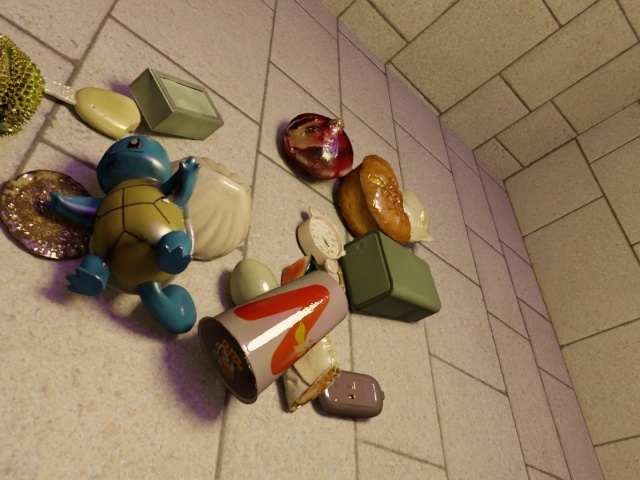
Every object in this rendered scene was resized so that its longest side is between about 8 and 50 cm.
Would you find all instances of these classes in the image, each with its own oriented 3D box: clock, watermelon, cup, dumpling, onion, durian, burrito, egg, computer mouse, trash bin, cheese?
[{"bbox_3d":[0.000,0.000,1.531,0.155,0.063,0.230,9,58,-51],"label":"clock"},{"bbox_3d":[-0.069,0.105,1.357,0.094,0.125,0.135,33,49,18],"label":"watermelon"},{"bbox_3d":[-0.085,0.183,1.064,0.288,0.203,0.203,-29,86,-37],"label":"cup"},{"bbox_3d":[0.296,-0.097,1.937,0.318,0.187,0.243,48,-6,-26],"label":"dumpling"},{"bbox_3d":[0.005,-0.335,1.680,0.271,0.195,0.272,19,41,-17],"label":"onion"},{"bbox_3d":[-0.608,-0.290,0.933,0.198,0.146,0.159,65,31,-16],"label":"durian"},{"bbox_3d":[-0.040,0.247,1.214,0.105,0.143,0.300,71,2,-64],"label":"burrito"},{"bbox_3d":[-0.157,0.114,1.184,0.114,0.114,0.152,-7,64,-54],"label":"egg"},{"bbox_3d":[0.071,0.393,1.291,0.232,0.057,0.120,20,49,-37],"label":"computer mouse"},{"bbox_3d":[0.236,0.132,1.633,0.343,0.158,0.223,25,44,-48],"label":"trash bin"},{"bbox_3d":[-0.531,-0.310,1.127,0.255,0.050,0.127,17,50,-43],"label":"cheese"}]

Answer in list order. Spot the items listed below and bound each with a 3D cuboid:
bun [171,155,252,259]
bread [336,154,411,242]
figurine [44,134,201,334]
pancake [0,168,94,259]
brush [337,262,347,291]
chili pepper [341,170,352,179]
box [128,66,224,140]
[{"bbox_3d":[-0.252,-0.097,1.170,0.263,0.175,0.263,25,52,-37],"label":"bun"},{"bbox_3d":[0.168,-0.133,1.726,0.178,0.194,0.340,-5,75,-46],"label":"bread"},{"bbox_3d":[-0.334,-0.018,0.960,0.243,0.297,0.417,11,62,-79],"label":"figurine"},{"bbox_3d":[-0.513,-0.052,0.958,0.199,0.021,0.199,31,41,-32],"label":"pancake"},{"bbox_3d":[0.064,0.149,1.529,0.082,0.010,0.218,48,34,-12],"label":"brush"},{"bbox_3d":[0.073,-0.265,1.854,0.268,0.050,0.059,35,42,-26],"label":"chili pepper"},{"bbox_3d":[-0.365,-0.347,1.290,0.130,0.086,0.225,60,21,6],"label":"box"}]
